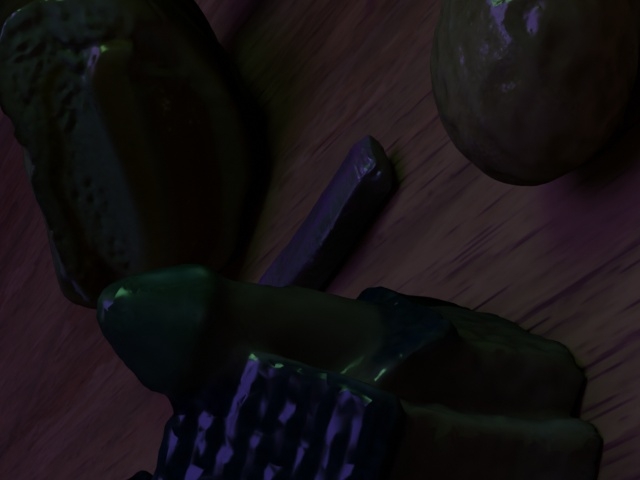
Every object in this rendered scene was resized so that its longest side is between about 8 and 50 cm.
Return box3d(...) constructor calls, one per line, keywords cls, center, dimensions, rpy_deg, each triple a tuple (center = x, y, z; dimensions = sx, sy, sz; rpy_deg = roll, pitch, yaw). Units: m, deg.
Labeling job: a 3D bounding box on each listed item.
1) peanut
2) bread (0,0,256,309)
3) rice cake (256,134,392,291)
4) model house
box3d(cls="peanut", center=(0.115, -0.113, 0.838), dimensions=(0.140, 0.109, 0.159), rpy_deg=(142, 134, -57))
box3d(cls="bread", center=(-0.172, -0.117, 1.410), dimensions=(0.341, 0.210, 0.300), rpy_deg=(-124, 22, -70))
box3d(cls="rice cake", center=(0.000, 0.000, 1.156), dimensions=(0.206, 0.036, 0.047), rpy_deg=(-54, 42, 45))
box3d(cls="model house", center=(-0.038, 0.162, 0.859), dimensions=(0.243, 0.284, 0.298), rpy_deg=(24, 101, 62))
